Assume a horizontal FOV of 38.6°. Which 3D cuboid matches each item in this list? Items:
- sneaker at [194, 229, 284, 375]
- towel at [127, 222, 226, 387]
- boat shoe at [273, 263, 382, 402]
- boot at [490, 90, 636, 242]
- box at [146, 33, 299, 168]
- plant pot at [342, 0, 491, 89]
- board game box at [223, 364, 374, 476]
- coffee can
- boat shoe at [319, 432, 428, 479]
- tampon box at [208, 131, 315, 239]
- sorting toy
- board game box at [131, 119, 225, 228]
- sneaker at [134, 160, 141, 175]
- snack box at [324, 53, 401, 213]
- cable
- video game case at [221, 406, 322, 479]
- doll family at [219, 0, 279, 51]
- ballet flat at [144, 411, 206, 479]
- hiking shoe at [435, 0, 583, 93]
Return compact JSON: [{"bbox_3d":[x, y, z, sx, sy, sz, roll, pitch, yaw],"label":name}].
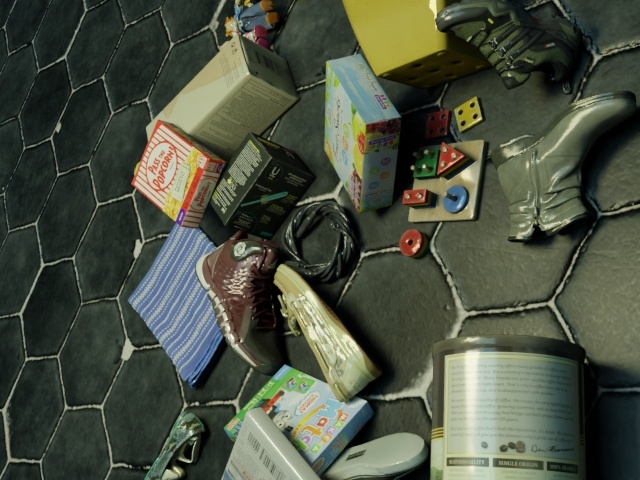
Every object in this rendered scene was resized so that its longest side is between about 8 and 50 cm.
[{"bbox_3d":[-0.114,0.095,1.659,0.162,0.106,0.281,-44,62,20],"label":"sneaker"},{"bbox_3d":[-0.276,0.116,1.883,0.336,0.040,0.243,43,105,45],"label":"towel"},{"bbox_3d":[-0.010,0.147,1.540,0.089,0.104,0.285,-43,49,2],"label":"boat shoe"},{"bbox_3d":[0.362,-0.097,1.309,0.247,0.084,0.161,-30,62,41],"label":"boot"},{"bbox_3d":[-0.208,-0.261,1.882,0.311,0.148,0.121,-38,51,28],"label":"box"},{"bbox_3d":[0.178,-0.366,1.506,0.212,0.212,0.187,-15,77,41],"label":"plant pot"},{"bbox_3d":[-0.038,0.300,1.516,0.212,0.039,0.160,16,52,46],"label":"board game box"},{"bbox_3d":[0.242,0.275,1.182,0.202,0.202,0.275,-13,66,42],"label":"coffee can"},{"bbox_3d":[0.089,0.353,1.407,0.219,0.070,0.078,-25,15,43],"label":"boat shoe"},{"bbox_3d":[-0.116,-0.103,1.745,0.161,0.120,0.101,-53,46,16],"label":"tampon box"},{"bbox_3d":[0.198,-0.108,1.488,0.132,0.046,0.274,-1,74,45],"label":"sorting toy"},{"bbox_3d":[-0.280,-0.131,1.786,0.193,0.045,0.146,36,108,40],"label":"board game box"},{"bbox_3d":[-0.331,-0.153,2.003,0.240,0.091,0.126,36,101,47],"label":"sneaker"},{"bbox_3d":[0.067,-0.179,1.547,0.207,0.070,0.174,93,157,-49],"label":"snack box"},{"bbox_3d":[0.000,0.000,1.652,0.185,0.047,0.150,-7,65,48],"label":"cable"},{"bbox_3d":[-0.054,0.477,1.422,0.329,0.036,0.299,43,126,35],"label":"video game case"},{"bbox_3d":[-0.161,-0.500,1.953,0.163,0.118,0.262,-1,103,49],"label":"doll family"},{"bbox_3d":[-0.278,0.420,1.756,0.070,0.070,0.188,43,110,45],"label":"ballet flat"},{"bbox_3d":[0.279,-0.288,1.363,0.086,0.227,0.114,134,147,-81],"label":"hiking shoe"}]
